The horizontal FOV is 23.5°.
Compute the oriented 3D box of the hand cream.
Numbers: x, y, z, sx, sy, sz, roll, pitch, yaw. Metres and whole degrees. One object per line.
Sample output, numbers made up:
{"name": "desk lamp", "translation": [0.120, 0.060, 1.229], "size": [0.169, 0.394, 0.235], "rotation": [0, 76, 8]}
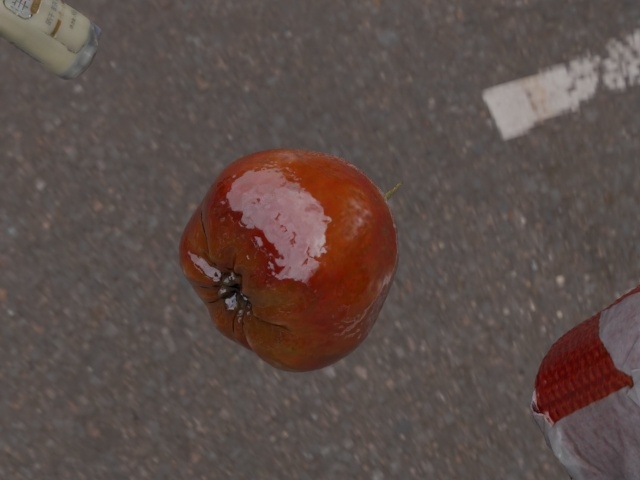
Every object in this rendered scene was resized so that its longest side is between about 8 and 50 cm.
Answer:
{"name": "hand cream", "translation": [-0.190, -0.147, 0.902], "size": [0.039, 0.143, 0.061], "rotation": [-31, 39, 34]}

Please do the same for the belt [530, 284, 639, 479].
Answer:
{"name": "belt", "translation": [0.220, 0.084, 0.784], "size": [0.201, 0.124, 0.128], "rotation": [16, 60, -24]}

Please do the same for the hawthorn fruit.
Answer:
{"name": "hawthorn fruit", "translation": [-0.008, 0.008, 0.857], "size": [0.140, 0.125, 0.125], "rotation": [-6, 60, -10]}
